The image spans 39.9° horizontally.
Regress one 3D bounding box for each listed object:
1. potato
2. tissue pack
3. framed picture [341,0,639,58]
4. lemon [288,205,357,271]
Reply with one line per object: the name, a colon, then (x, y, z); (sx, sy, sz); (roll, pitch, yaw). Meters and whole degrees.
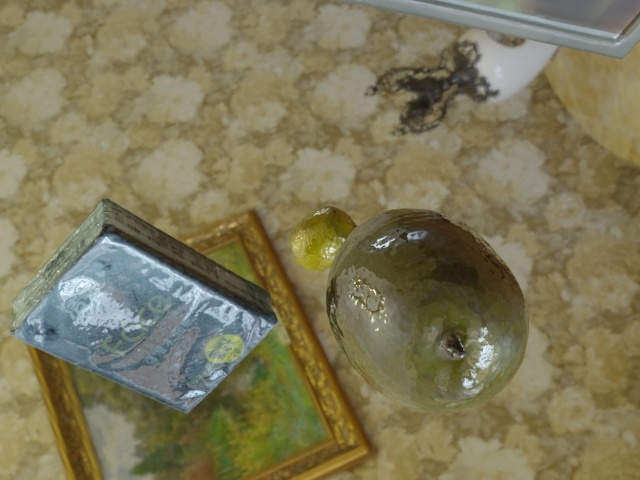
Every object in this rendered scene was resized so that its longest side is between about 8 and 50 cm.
potato: (0.089, 0.059, 0.714); (0.174, 0.159, 0.251); (22, -177, -3)
tissue pack: (-0.206, 0.085, 1.047); (0.257, 0.185, 0.081); (33, -159, -34)
framed picture: (0.120, -0.203, 0.496); (0.211, 0.289, 0.020); (125, 144, -49)
lemon: (0.000, 0.000, 1.214); (0.082, 0.110, 0.082); (40, -149, -30)
